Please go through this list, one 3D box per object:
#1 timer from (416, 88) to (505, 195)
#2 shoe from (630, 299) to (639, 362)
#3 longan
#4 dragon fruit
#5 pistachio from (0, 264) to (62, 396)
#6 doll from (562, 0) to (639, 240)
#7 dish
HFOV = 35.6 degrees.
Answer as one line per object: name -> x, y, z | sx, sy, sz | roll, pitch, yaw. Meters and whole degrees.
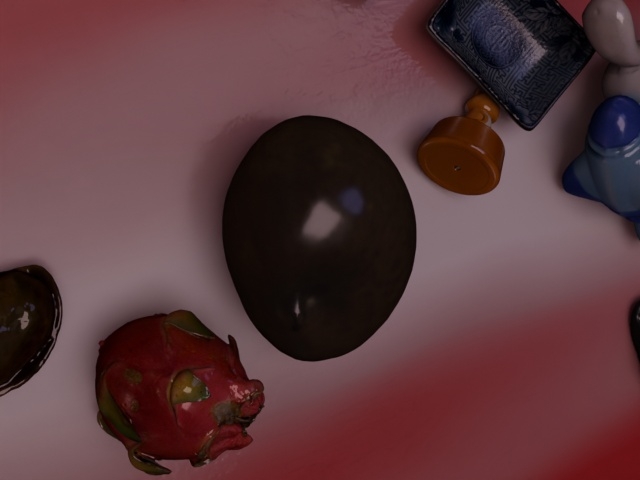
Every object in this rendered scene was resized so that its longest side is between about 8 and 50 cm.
timer -> 0.234, -0.166, 1.529 | 0.132, 0.132, 0.152 | 37, 61, -18
shoe -> 0.606, 0.209, 1.695 | 0.108, 0.093, 0.241 | -16, 103, -14
longan -> 0.000, 0.000, 1.386 | 0.288, 0.288, 0.350 | -12, 111, -16
dragon fruit -> -0.198, 0.208, 1.364 | 0.224, 0.227, 0.224 | -33, 144, -28
pistachio -> -0.436, 0.119, 1.327 | 0.165, 0.130, 0.210 | 46, 73, -14
doll -> 0.516, -0.173, 1.562 | 0.376, 0.187, 0.366 | 10, 96, -22
dish -> 0.281, -0.310, 1.530 | 0.243, 0.080, 0.182 | 42, 83, -18
